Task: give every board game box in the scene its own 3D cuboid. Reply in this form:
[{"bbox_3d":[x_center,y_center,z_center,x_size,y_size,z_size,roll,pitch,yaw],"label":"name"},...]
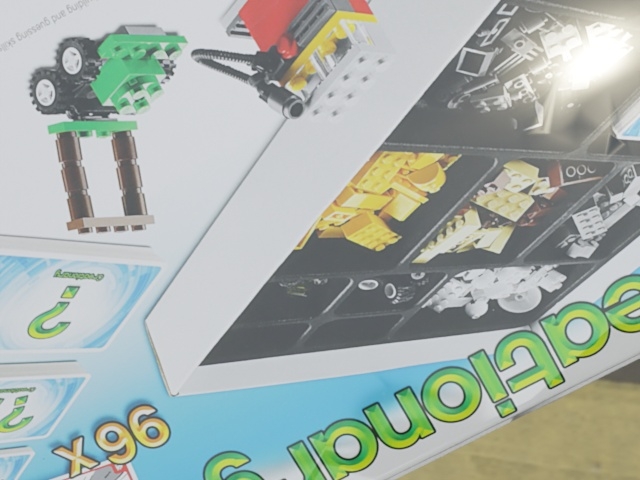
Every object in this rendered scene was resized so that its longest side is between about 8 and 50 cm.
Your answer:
[{"bbox_3d":[-0.001,-0.045,0.368,0.305,0.053,0.193,-27,108,7],"label":"board game box"}]
